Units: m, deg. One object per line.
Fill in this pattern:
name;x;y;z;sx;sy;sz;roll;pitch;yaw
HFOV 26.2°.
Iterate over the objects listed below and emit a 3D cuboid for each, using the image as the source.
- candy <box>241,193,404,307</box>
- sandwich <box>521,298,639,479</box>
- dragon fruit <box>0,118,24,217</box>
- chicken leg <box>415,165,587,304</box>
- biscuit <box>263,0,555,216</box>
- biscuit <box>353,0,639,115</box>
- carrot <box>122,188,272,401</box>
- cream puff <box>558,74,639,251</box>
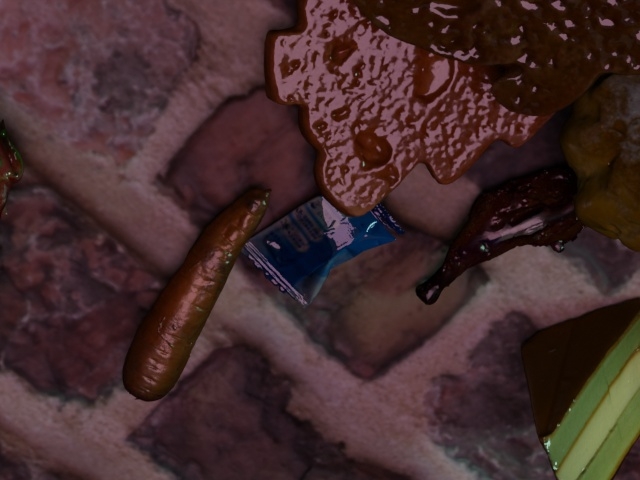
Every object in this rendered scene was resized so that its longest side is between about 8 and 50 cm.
candy;0.001;0.000;1.293;0.136;0.038;0.088;-38;105;17
sandwich;0.277;0.160;1.312;0.144;0.187;0.117;-19;114;10
dragon fruit;-0.326;-0.027;1.197;0.135;0.137;0.235;-4;106;6
chicken leg;0.178;-0.008;1.303;0.205;0.053;0.093;-18;128;7
biscuit;0.102;-0.159;1.226;0.306;0.043;0.284;-2;108;-9
biscuit;0.196;-0.248;1.108;0.367;0.063;0.314;6;124;8
carrot;-0.119;0.048;1.296;0.059;0.059;0.248;27;105;-15
cream puff;0.319;-0.084;1.217;0.195;0.195;0.221;42;93;-20
